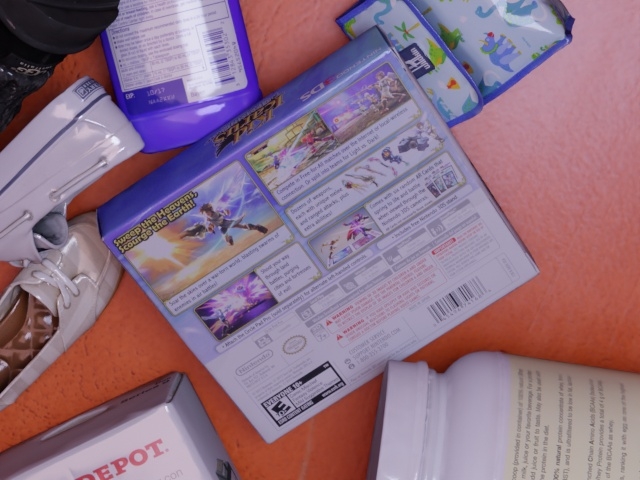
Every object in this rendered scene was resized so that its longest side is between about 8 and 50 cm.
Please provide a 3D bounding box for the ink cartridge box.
[{"bbox_3d":[-0.147,0.286,1.500,0.211,0.121,0.289,-27,97,5],"label":"ink cartridge box"}]

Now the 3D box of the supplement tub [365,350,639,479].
[{"bbox_3d":[0.198,0.214,1.422,0.324,0.235,0.235,8,99,0],"label":"supplement tub"}]

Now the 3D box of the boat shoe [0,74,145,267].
[{"bbox_3d":[-0.241,-0.019,1.442,0.084,0.095,0.258,46,120,-2],"label":"boat shoe"}]

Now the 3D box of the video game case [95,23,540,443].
[{"bbox_3d":[0.000,0.000,1.441,0.269,0.061,0.244,-33,120,6],"label":"video game case"}]

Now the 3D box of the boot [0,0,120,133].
[{"bbox_3d":[-0.303,-0.227,1.418,0.260,0.131,0.348,-39,58,40],"label":"boot"}]

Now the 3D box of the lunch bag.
[{"bbox_3d":[0.106,-0.171,1.439,0.151,0.096,0.129,-35,99,21],"label":"lunch bag"}]

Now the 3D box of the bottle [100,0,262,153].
[{"bbox_3d":[-0.130,-0.215,1.433,0.118,0.092,0.283,-14,98,-1],"label":"bottle"}]

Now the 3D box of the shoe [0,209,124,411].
[{"bbox_3d":[-0.236,0.069,1.499,0.076,0.058,0.219,38,98,-4],"label":"shoe"}]
